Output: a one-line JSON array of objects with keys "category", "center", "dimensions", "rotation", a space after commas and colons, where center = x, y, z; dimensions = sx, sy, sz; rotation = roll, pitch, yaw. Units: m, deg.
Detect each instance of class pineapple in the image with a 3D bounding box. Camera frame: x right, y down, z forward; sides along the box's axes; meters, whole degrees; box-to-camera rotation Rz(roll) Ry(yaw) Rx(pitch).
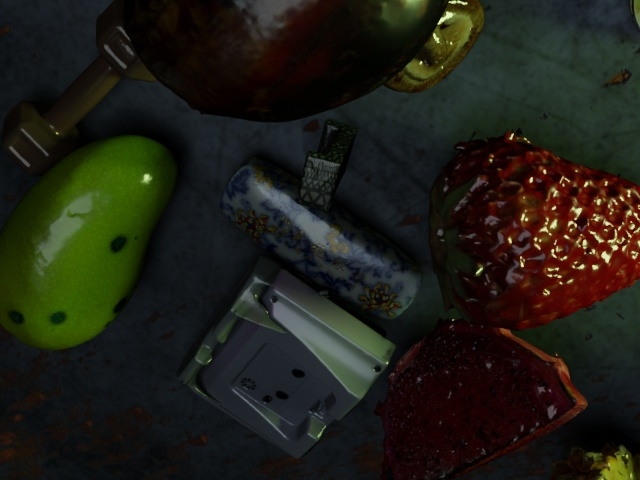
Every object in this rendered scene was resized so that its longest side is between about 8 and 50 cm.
[{"category": "pineapple", "center": [0.344, 0.297, 1.148], "dimensions": [0.079, 0.135, 0.233], "rotation": [-8, 138, 45]}]

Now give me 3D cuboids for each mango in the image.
[{"category": "mango", "center": [-0.273, 0.002, 1.129], "dimensions": [0.175, 0.143, 0.293], "rotation": [19, 116, -42]}]

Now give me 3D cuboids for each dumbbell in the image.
[{"category": "dumbbell", "center": [-0.256, -0.165, 1.085], "dimensions": [0.231, 0.082, 0.092], "rotation": [-39, 103, 25]}]

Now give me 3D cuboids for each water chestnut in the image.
[{"category": "water chestnut", "center": [-0.044, -0.270, 0.844], "dimensions": [0.302, 0.350, 0.350], "rotation": [32, 118, -24]}]

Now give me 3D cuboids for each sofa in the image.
[{"category": "sofa", "center": [0.007, -0.082, 1.047], "dimensions": [0.039, 0.118, 0.060], "rotation": [18, 117, 2]}]

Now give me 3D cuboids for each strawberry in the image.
[{"category": "strawberry", "center": [0.237, -0.006, 1.020], "dimensions": [0.245, 0.205, 0.205], "rotation": [-5, 115, -10]}]

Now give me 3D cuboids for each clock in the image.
[{"category": "clock", "center": [-0.050, 0.145, 1.153], "dimensions": [0.186, 0.083, 0.253], "rotation": [34, 132, -5]}]

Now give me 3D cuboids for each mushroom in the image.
[{"category": "mushroom", "center": [0.106, -0.199, 0.979], "dimensions": [0.127, 0.127, 0.087], "rotation": [-48, 54, 26]}]

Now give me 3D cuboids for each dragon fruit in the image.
[{"category": "dragon fruit", "center": [0.179, 0.190, 1.129], "dimensions": [0.262, 0.163, 0.189], "rotation": [-37, 131, 27]}]

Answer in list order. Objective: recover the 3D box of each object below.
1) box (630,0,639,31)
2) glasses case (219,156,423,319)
[{"category": "box", "center": [0.352, -0.235, 0.948], "dimensions": [0.106, 0.037, 0.105], "rotation": [4, 115, 9]}, {"category": "glasses case", "center": [0.000, 0.000, 1.116], "dimensions": [0.248, 0.065, 0.087], "rotation": [32, 123, -5]}]
